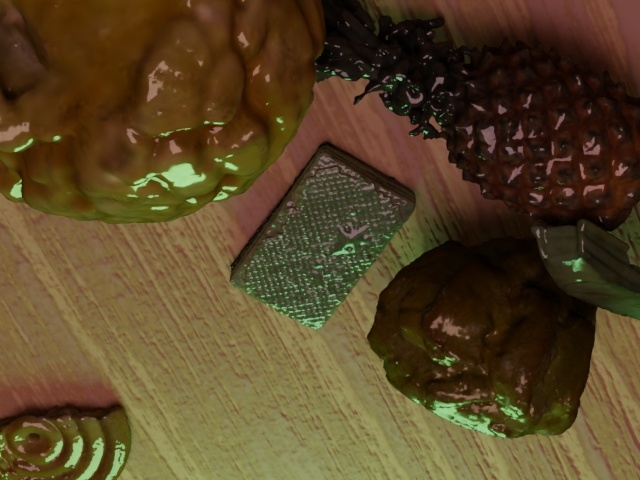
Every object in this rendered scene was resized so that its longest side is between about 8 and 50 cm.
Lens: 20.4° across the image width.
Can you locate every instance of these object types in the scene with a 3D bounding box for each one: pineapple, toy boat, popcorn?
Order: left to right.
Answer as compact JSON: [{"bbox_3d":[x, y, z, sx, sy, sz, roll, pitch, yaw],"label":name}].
[{"bbox_3d":[-0.174,-0.184,1.611,0.390,0.344,0.354,10,160,18],"label":"popcorn"},{"bbox_3d":[0.144,-0.131,1.698,0.361,0.175,0.175,22,122,-8],"label":"pineapple"},{"bbox_3d":[0.307,0.039,1.751,0.093,0.055,0.293,-6,164,38],"label":"toy boat"}]

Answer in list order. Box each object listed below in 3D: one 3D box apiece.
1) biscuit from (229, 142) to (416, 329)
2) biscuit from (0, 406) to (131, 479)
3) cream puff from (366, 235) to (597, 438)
[{"bbox_3d":[0.000,0.000,1.876,0.121,0.040,0.199,29,120,-13],"label":"biscuit"},{"bbox_3d":[-0.325,0.258,2.084,0.224,0.033,0.144,-5,121,11],"label":"biscuit"},{"bbox_3d":[0.170,0.096,1.794,0.244,0.244,0.196,15,133,-2],"label":"cream puff"}]
